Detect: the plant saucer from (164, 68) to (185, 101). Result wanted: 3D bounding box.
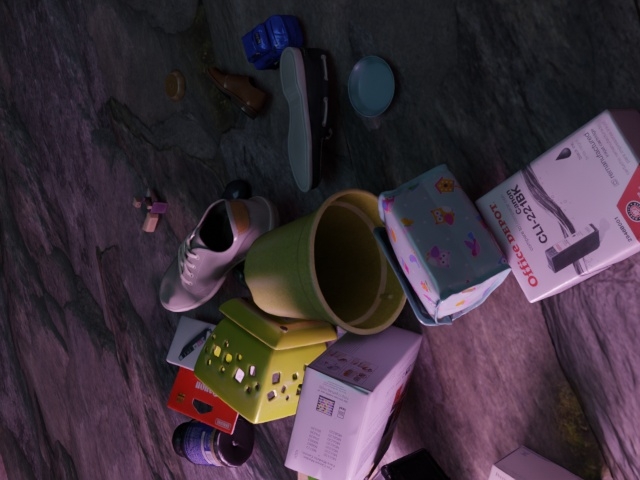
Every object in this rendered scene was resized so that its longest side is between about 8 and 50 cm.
[{"bbox_3d":[-0.381,-0.402,1.973,0.083,0.015,0.083,8,102,43],"label":"plant saucer"}]

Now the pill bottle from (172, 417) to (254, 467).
[{"bbox_3d":[-0.282,0.515,1.953,0.219,0.123,0.122,-12,89,44],"label":"pill bottle"}]

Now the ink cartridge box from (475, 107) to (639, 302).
[{"bbox_3d":[0.410,-0.050,1.197,0.273,0.114,0.196,-39,70,42],"label":"ink cartridge box"}]

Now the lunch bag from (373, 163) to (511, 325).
[{"bbox_3d":[0.204,0.023,1.347,0.223,0.160,0.262,63,174,17],"label":"lunch bag"}]

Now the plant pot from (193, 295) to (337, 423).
[{"bbox_3d":[-0.112,0.243,1.681,0.228,0.227,0.207,30,111,38],"label":"plant pot"}]

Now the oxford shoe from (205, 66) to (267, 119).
[{"bbox_3d":[-0.193,-0.359,1.777,0.076,0.076,0.212,-50,56,3],"label":"oxford shoe"}]

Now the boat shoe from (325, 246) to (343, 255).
[{"bbox_3d":[0.000,-0.002,1.647,0.153,0.048,0.056,36,120,34],"label":"boat shoe"}]

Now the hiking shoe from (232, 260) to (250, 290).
[{"bbox_3d":[-0.164,0.024,1.784,0.227,0.086,0.114,53,132,25],"label":"hiking shoe"}]

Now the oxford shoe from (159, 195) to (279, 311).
[{"bbox_3d":[-0.270,0.030,1.757,0.449,0.130,0.169,-36,62,40],"label":"oxford shoe"}]

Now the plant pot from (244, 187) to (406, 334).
[{"bbox_3d":[-0.007,0.053,1.506,0.254,0.276,0.275,-10,90,45],"label":"plant pot"}]

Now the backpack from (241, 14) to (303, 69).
[{"bbox_3d":[-0.101,-0.428,1.641,0.120,0.101,0.097,-19,90,40],"label":"backpack"}]

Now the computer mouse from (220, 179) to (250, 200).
[{"bbox_3d":[-0.250,-0.069,1.883,0.242,0.041,0.071,-46,66,39],"label":"computer mouse"}]

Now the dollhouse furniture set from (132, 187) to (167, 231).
[{"bbox_3d":[-0.487,-0.086,2.092,0.081,0.091,0.114,59,136,40],"label":"dollhouse furniture set"}]

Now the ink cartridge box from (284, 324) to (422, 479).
[{"bbox_3d":[0.062,0.323,1.438,0.130,0.309,0.271,18,107,19],"label":"ink cartridge box"}]

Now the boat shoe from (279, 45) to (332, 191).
[{"bbox_3d":[-0.016,-0.254,1.591,0.114,0.091,0.302,14,109,63],"label":"boat shoe"}]

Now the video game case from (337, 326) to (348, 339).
[{"bbox_3d":[0.073,0.211,1.638,0.087,0.011,0.121,0,97,43],"label":"video game case"}]

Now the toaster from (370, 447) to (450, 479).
[{"bbox_3d":[0.180,0.510,1.463,0.168,0.186,0.110,50,119,26],"label":"toaster"}]

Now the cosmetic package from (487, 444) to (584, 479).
[{"bbox_3d":[0.360,0.545,1.347,0.160,0.113,0.309,24,114,39],"label":"cosmetic package"}]

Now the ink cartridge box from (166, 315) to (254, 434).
[{"bbox_3d":[-0.289,0.330,1.910,0.275,0.060,0.238,8,75,43],"label":"ink cartridge box"}]

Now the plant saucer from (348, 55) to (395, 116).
[{"bbox_3d":[0.106,-0.306,1.514,0.119,0.021,0.119,8,102,42],"label":"plant saucer"}]

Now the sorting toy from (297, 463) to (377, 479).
[{"bbox_3d":[0.028,0.527,1.676,0.229,0.041,0.307,1,89,47],"label":"sorting toy"}]
